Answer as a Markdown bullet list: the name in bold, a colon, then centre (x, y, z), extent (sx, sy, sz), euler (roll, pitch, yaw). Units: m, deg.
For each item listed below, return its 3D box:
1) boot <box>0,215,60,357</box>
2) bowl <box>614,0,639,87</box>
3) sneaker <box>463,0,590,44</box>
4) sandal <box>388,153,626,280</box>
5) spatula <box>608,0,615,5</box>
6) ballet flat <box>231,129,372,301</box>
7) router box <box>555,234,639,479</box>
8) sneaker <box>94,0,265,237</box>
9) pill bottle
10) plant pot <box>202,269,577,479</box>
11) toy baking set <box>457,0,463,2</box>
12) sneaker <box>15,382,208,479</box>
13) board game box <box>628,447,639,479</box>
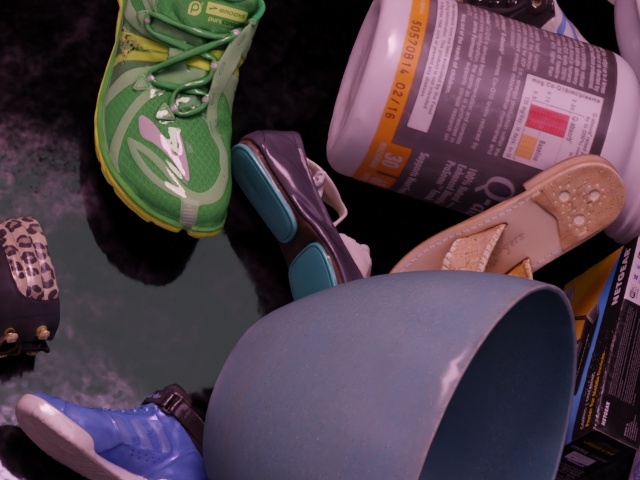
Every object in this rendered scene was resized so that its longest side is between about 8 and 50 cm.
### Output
- **boot**: centre (-0.261, 0.086, 1.299), extent (0.179, 0.085, 0.236), euler (-3, 69, -29)
- **bowl**: centre (0.369, -0.181, 1.682), extent (0.298, 0.134, 0.298), euler (9, 69, -24)
- **sneaker**: centre (0.201, -0.151, 1.633), extent (0.237, 0.085, 0.086), euler (55, 13, -4)
- **sandal**: centre (0.131, 0.027, 1.428), extent (0.088, 0.240, 0.079), euler (48, 12, -18)
- **spatula**: centre (0.369, -0.263, 1.802), extent (0.168, 0.019, 0.242), euler (36, 57, -6)
- **ballet flat**: centre (0.000, 0.000, 1.474), extent (0.074, 0.074, 0.203), euler (-19, 75, -31)
- **router box**: centre (0.216, 0.100, 1.492), extent (0.046, 0.133, 0.179), euler (27, 58, -13)
- **sneaker**: centre (-0.108, -0.145, 1.454), extent (0.109, 0.123, 0.295), euler (8, 65, -23)
- **pill bottle**: centre (0.157, -0.092, 1.512), extent (0.278, 0.162, 0.162), euler (17, 60, -6)
- **plant pot**: centre (0.033, 0.144, 1.330), extent (0.195, 0.290, 0.290), euler (17, 53, 25)
- **toy baking set**: centre (0.122, -0.283, 1.689), extent (0.197, 0.030, 0.256), euler (-6, 73, -32)
- **sneaker**: centre (-0.139, 0.131, 1.350), extent (0.152, 0.058, 0.084), euler (33, 63, -13)
- **board game box**: centre (0.300, 0.163, 1.531), extent (0.020, 0.090, 0.090), euler (45, 53, -32)
